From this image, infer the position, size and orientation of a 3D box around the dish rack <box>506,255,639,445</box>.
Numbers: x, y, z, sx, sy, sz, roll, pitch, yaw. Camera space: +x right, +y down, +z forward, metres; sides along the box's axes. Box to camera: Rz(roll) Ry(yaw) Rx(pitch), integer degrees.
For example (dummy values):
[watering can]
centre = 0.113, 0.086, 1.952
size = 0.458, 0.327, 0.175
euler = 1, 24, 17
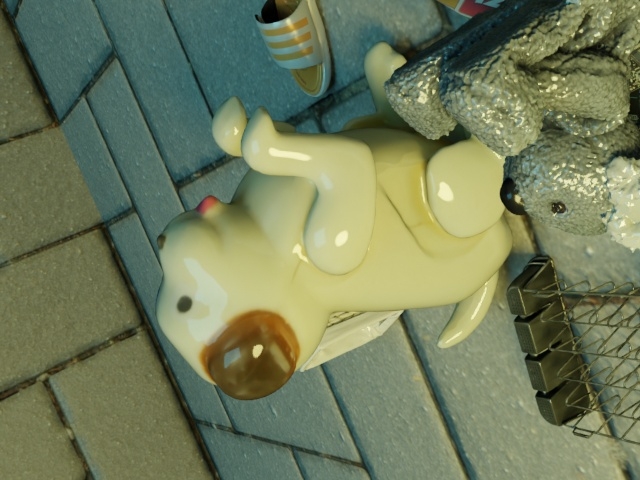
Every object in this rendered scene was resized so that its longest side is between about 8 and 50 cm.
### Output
[dish rack]
centre = 0.330, 0.128, 0.807
size = 0.271, 0.074, 0.208
euler = 0, 114, 56

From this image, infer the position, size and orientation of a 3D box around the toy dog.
[toy dog]
centre = 0.000, 0.000, 0.862
size = 0.284, 0.408, 0.395
euler = 40, 154, 51

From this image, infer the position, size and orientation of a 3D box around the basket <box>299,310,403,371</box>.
[basket]
centre = 0.026, 0.117, 1.182
size = 0.103, 0.167, 0.113
euler = 59, 150, 18

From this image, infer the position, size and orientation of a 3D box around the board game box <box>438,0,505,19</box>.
[board game box]
centre = 0.175, -0.299, 0.682
size = 0.124, 0.039, 0.259
euler = 23, 154, -19

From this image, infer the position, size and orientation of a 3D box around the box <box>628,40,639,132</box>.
[box]
centre = 0.283, -0.151, 0.678
size = 0.220, 0.051, 0.175
euler = 18, 128, 52

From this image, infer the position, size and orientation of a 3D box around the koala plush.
[koala plush]
centre = 0.207, -0.095, 0.634
size = 0.221, 0.203, 0.196
euler = 56, 176, -17

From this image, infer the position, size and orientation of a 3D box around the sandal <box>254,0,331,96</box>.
[sandal]
centre = -0.057, -0.327, 1.055
size = 0.102, 0.076, 0.265
euler = 18, 127, 52
